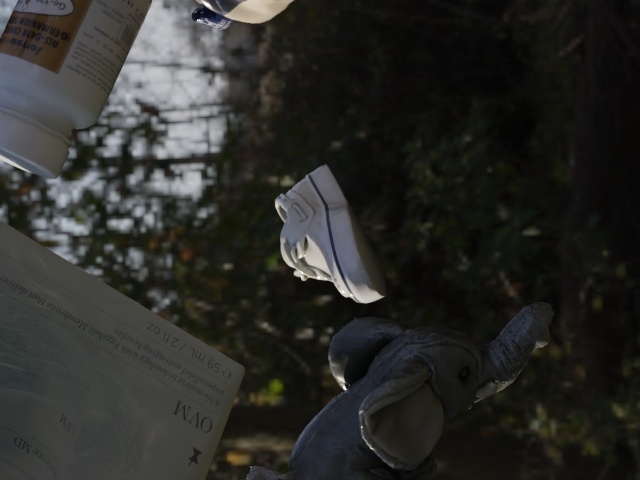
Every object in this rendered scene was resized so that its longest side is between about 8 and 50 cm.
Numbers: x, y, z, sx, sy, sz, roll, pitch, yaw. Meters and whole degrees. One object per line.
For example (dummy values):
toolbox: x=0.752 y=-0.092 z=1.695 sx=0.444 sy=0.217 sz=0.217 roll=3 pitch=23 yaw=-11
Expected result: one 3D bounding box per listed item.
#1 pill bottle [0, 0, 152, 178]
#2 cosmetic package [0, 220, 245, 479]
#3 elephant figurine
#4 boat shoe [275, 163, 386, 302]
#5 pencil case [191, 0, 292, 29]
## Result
pill bottle: x=-0.284 y=-0.190 z=1.415 sx=0.131 sy=0.131 sz=0.229 roll=99 pitch=-166 yaw=-81
cosmetic package: x=-0.202 y=0.137 z=0.852 sx=0.138 sy=0.224 sz=0.225 roll=-12 pitch=51 yaw=51
elephant figurine: x=0.077 y=0.145 z=1.210 sx=0.186 sy=0.169 sz=0.240 roll=-7 pitch=-60 yaw=-56
boat shoe: x=0.000 y=0.000 z=1.375 sx=0.096 sy=0.088 sz=0.267 roll=61 pitch=-177 yaw=-29
pencil case: x=0.006 y=-0.342 z=1.218 sx=0.410 sy=0.183 sz=0.160 roll=-24 pitch=87 yaw=50
